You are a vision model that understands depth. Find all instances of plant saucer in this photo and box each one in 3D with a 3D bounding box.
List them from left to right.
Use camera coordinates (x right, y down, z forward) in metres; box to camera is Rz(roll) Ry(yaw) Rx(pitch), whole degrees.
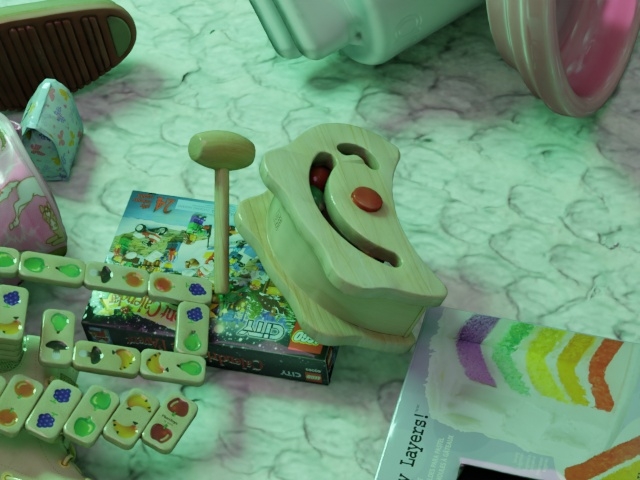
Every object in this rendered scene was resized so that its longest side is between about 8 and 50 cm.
[{"bbox_3d":[0.240,-0.286,1.577,0.084,0.332,0.332,11,54,25],"label":"plant saucer"}]

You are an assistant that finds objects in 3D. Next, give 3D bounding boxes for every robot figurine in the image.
[{"bbox_3d":[0.093,-0.315,1.687,0.353,0.199,0.300,-32,20,-14],"label":"robot figurine"}]

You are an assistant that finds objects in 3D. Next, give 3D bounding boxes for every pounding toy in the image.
[{"bbox_3d":[0.000,0.000,1.485,0.154,0.155,0.269,-9,52,-38],"label":"pounding toy"}]

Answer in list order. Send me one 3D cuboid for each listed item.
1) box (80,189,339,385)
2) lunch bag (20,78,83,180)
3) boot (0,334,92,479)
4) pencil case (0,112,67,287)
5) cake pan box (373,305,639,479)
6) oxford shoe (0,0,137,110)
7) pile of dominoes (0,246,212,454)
[{"bbox_3d":[-0.087,0.041,1.537,0.233,0.044,0.159,8,54,12],"label":"box"},{"bbox_3d":[-0.273,-0.112,1.648,0.053,0.083,0.071,4,54,9],"label":"lunch bag"},{"bbox_3d":[-0.220,0.183,1.417,0.262,0.095,0.203,2,51,11],"label":"boot"},{"bbox_3d":[-0.421,0.028,1.515,0.386,0.160,0.167,-28,98,-15],"label":"pencil case"},{"bbox_3d":[0.174,0.194,1.380,0.246,0.070,0.266,10,55,16],"label":"cake pan box"},{"bbox_3d":[-0.367,-0.206,1.709,0.348,0.123,0.130,-13,47,-5],"label":"oxford shoe"},{"bbox_3d":[-0.216,0.083,1.409,0.251,0.040,0.196,9,49,-11],"label":"pile of dominoes"}]
